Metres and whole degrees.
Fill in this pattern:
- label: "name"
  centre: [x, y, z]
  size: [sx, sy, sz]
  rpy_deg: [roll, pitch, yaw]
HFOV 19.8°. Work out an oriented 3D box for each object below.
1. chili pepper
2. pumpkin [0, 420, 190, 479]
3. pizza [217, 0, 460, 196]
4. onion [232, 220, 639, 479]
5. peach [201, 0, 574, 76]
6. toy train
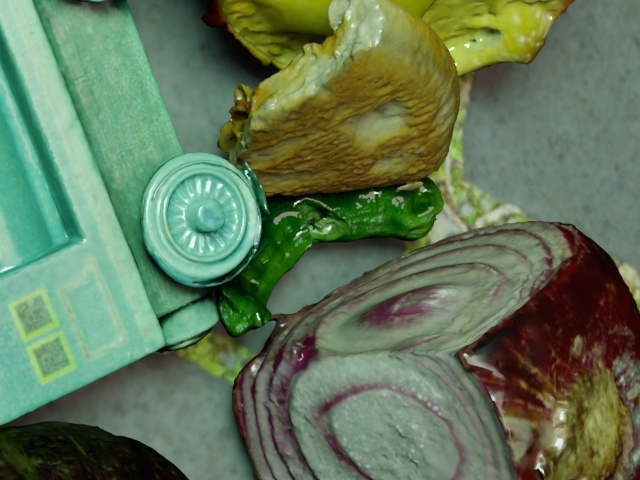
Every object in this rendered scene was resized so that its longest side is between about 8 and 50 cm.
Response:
- label: "chili pepper"
  centre: [-0.006, -0.003, 1.075]
  size: [0.182, 0.050, 0.073]
  rpy_deg: [-32, 71, -36]
- label: "pumpkin"
  centre: [-0.145, 0.208, 0.932]
  size: [0.238, 0.159, 0.238]
  rpy_deg: [1, 88, -38]
- label: "pizza"
  centre: [0.004, -0.069, 1.021]
  size: [0.182, 0.161, 0.062]
  rpy_deg: [25, 38, -61]
- label: "onion"
  centre: [0.099, 0.109, 1.067]
  size: [0.207, 0.216, 0.206]
  rpy_deg: [-32, 111, -37]
- label: "peach"
  centre: [0.038, -0.209, 0.993]
  size: [0.281, 0.281, 0.338]
  rpy_deg: [-29, 124, -30]
- label: "toy train"
  centre: [-0.158, -0.061, 0.955]
  size: [0.194, 0.120, 0.298]
  rpy_deg: [-26, 103, -26]
